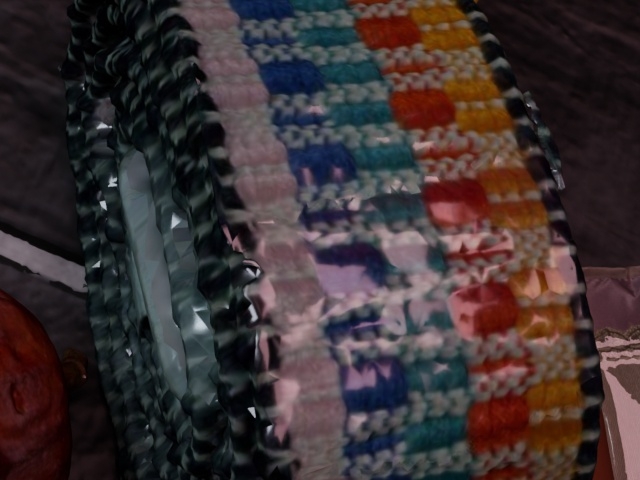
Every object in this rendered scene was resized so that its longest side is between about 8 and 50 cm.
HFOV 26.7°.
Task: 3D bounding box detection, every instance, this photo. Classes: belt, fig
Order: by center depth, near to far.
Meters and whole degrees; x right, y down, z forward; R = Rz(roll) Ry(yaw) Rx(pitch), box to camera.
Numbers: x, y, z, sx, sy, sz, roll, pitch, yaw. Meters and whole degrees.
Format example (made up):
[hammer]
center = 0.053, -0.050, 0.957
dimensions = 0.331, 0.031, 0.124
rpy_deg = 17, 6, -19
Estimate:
[fig]
center = -0.142, 0.076, 0.495
dimensions = 0.150, 0.128, 0.128
rpy_deg = 42, 46, -51
[belt]
center = 0.000, 0.000, 0.537
dimensions = 0.160, 0.207, 0.295
rpy_deg = -5, 55, -21

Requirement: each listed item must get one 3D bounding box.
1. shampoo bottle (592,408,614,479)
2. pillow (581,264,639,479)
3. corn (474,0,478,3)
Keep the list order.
[shampoo bottle]
center = 0.083, 0.067, 0.612
dimensions = 0.085, 0.085, 0.244
rpy_deg = 2, 65, -23
[pillow]
center = 0.173, 0.117, 0.653
dimensions = 0.130, 0.038, 0.233
rpy_deg = 1, 68, -18
[corn]
center = 0.014, -0.223, 0.710
dimensions = 0.086, 0.086, 0.288
rpy_deg = -9, 70, -27
